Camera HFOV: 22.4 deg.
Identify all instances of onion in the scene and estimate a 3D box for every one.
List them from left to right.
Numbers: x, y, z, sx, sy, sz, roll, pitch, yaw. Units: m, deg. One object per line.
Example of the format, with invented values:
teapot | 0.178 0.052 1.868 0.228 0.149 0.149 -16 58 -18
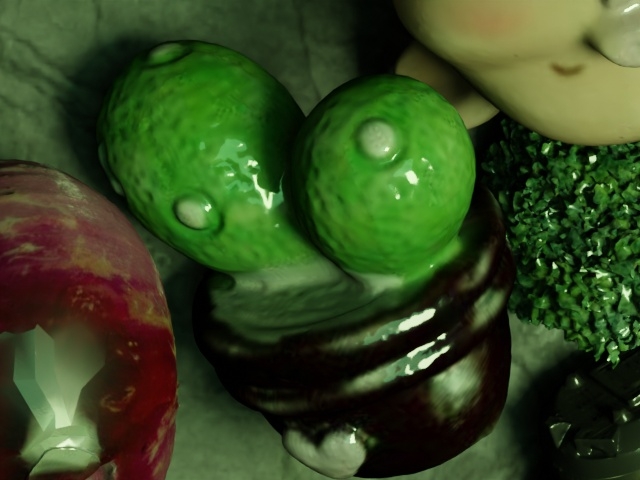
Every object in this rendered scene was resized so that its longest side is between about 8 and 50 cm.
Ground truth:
onion | -0.149 0.068 0.798 0.201 0.200 0.207 25 81 -20

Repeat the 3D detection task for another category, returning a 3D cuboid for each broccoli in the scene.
broccoli | 0.192 -0.023 0.942 0.194 0.194 0.219 8 70 -20

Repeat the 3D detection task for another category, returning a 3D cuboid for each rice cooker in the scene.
rice cooker | 0.204 0.111 0.956 0.165 0.112 0.106 -27 116 -15

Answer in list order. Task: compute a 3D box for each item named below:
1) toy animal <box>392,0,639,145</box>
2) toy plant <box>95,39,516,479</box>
toy animal | 0.112 -0.199 0.808 0.237 0.326 0.269 -19 131 4
toy plant | 0.000 0.000 0.840 0.175 0.218 0.235 -45 124 -38
